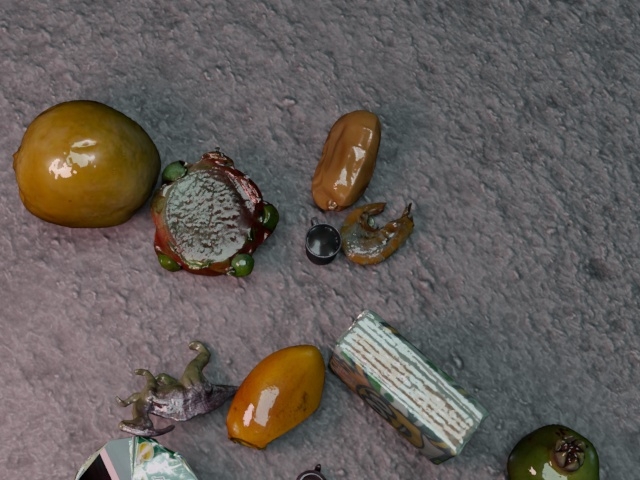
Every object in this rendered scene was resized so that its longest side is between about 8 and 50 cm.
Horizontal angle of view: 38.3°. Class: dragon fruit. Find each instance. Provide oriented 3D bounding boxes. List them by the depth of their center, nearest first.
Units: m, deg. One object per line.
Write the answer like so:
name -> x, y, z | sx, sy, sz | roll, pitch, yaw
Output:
dragon fruit -> -0.229, -0.041, 1.941 | 0.268, 0.130, 0.295 | -24, 75, -12

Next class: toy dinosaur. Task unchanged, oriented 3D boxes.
toy dinosaur -> -0.286, 0.304, 1.817 | 0.294, 0.077, 0.162 | -26, 50, -37

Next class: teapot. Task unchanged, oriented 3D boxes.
teapot -> -0.019, 0.492, 1.826 | 0.067, 0.045, 0.100 | 19, 70, 4

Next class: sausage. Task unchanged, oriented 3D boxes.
sausage -> 0.059, -0.171, 2.010 | 0.120, 0.136, 0.241 | 20, 76, -5

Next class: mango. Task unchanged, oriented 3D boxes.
mango -> -0.082, 0.312, 1.840 | 0.154, 0.126, 0.252 | 41, 72, -3

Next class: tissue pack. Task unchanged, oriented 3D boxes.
tissue pack -> 0.164, 0.291, 1.812 | 0.311, 0.228, 0.128 | 40, 74, 10

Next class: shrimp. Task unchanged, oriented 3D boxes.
shrimp -> 0.124, -0.028, 2.002 | 0.187, 0.052, 0.132 | -34, 82, -16

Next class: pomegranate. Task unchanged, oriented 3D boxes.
pomegranate -> 0.455, 0.450, 1.797 | 0.179, 0.210, 0.179 | -3, 80, 18

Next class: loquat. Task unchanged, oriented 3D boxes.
loquat -> -0.481, -0.143, 1.892 | 0.283, 0.276, 0.276 | 22, 71, -11

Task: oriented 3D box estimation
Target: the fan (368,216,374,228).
fan -> 0.099, -0.027, 2.028 | 0.060, 0.003, 0.080 | -40, 80, -16

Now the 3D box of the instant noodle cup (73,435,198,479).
instant noodle cup -> -0.342, 0.491, 1.731 | 0.240, 0.178, 0.240 | 1, 72, -4

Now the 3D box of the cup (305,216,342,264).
cup -> 0.000, 0.000, 1.973 | 0.078, 0.077, 0.100 | -16, 74, -9
